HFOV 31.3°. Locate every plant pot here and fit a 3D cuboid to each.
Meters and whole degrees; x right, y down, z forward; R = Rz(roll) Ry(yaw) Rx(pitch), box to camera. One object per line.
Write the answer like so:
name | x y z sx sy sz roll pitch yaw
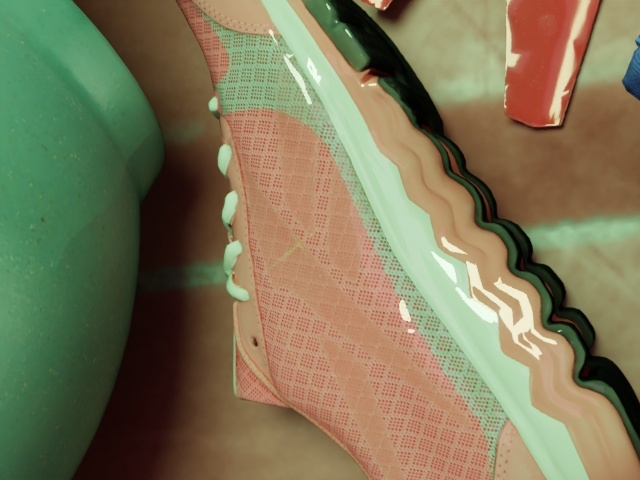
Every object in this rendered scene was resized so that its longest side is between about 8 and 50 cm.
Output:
plant pot | -0.187 -0.017 0.457 0.293 0.293 0.196 32 69 16

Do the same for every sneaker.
sneaker | 0.000 0.000 0.467 0.136 0.116 0.314 -36 78 13

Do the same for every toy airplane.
toy airplane | 0.079 -0.129 0.496 0.151 0.028 0.151 -2 84 16

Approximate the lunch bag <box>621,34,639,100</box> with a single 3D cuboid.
lunch bag | 0.329 -0.066 0.314 0.385 0.239 0.328 -44 79 4
